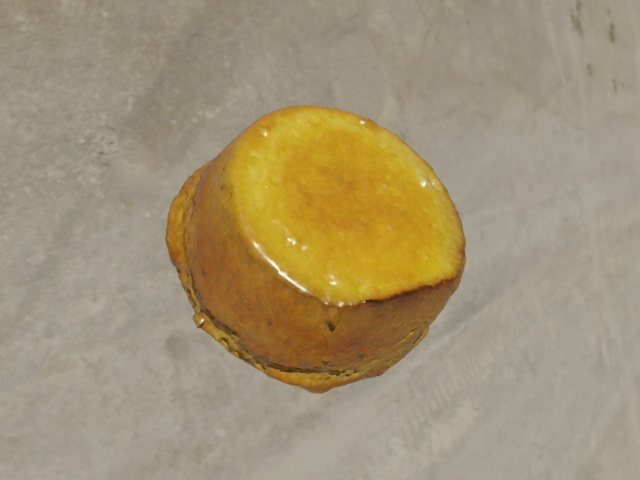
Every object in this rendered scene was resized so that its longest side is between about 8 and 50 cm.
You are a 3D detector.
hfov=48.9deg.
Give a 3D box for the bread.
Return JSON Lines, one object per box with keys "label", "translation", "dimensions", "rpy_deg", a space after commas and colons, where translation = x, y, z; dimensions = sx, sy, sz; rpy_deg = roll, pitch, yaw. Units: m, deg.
{"label": "bread", "translation": [0.004, -0.002, 0.733], "dimensions": [0.312, 0.172, 0.312], "rpy_deg": [17, 49, -20]}
